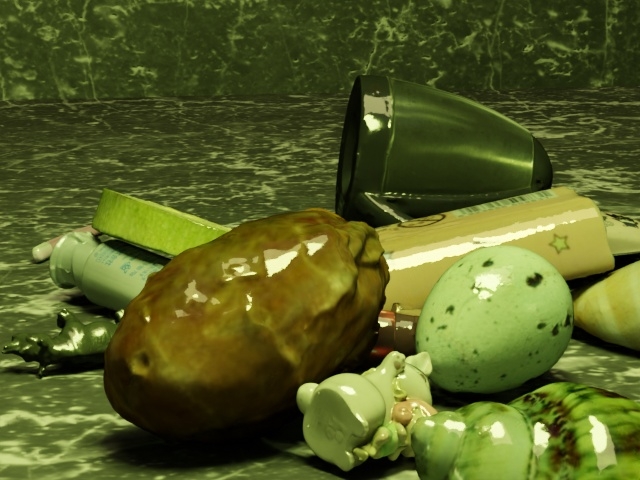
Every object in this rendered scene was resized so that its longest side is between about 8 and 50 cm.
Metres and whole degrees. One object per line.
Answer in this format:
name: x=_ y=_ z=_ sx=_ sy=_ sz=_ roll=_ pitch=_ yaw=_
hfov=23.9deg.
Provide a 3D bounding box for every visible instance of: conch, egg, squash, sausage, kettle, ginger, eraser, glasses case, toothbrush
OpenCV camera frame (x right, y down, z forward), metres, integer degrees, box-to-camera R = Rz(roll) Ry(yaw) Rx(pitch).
conch: x=0.149 y=0.163 z=0.949 sx=0.181 sy=0.124 sz=0.187 roll=-3 pitch=21 yaw=-1
egg: x=0.151 y=0.077 z=1.345 sx=0.164 sy=0.131 sz=0.131 roll=-35 pitch=30 yaw=-28
squash: x=-0.123 y=0.003 z=1.657 sx=0.252 sy=0.049 sz=0.252 roll=18 pitch=-1 yaw=0
sausage: x=0.123 y=0.086 z=1.443 sx=0.116 sy=0.026 sz=0.026 roll=16 pitch=12 yaw=-6
kettle: x=0.168 y=-0.093 z=1.918 sx=0.271 sy=0.207 sz=0.251 roll=7 pitch=5 yaw=-7
conch: x=0.352 y=0.047 z=1.450 sx=0.255 sy=0.127 sz=0.158 roll=7 pitch=15 yaw=29
ginger: x=-0.033 y=0.062 z=1.252 sx=0.172 sy=0.165 sz=0.321 roll=-23 pitch=1 yaw=42
eraser: x=0.132 y=0.019 z=1.536 sx=0.290 sy=0.087 sz=0.171 roll=-12 pitch=11 yaw=-4
glasses case: x=0.239 y=0.010 z=1.724 sx=0.314 sy=0.075 sz=0.122 roll=-5 pitch=13 yaw=-23
toothbrush: x=-0.297 y=-0.010 z=1.928 sx=0.025 sy=0.020 sz=0.286 roll=-4 pitch=10 yaw=19

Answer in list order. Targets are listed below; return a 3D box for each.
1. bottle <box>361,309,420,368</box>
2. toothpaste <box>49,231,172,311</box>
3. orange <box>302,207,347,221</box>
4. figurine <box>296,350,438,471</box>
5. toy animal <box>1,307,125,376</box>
bottle: x=0.020 y=0.092 z=1.408 sx=0.164 sy=0.060 sz=0.060 roll=1 pitch=13 yaw=4
toothpaste: x=-0.153 y=0.056 z=1.555 sx=0.299 sy=0.073 sz=0.114 roll=17 pitch=24 yaw=34
orange: x=0.000 y=0.000 z=1.762 sx=0.085 sy=0.085 sz=0.085 roll=0 pitch=13 yaw=0
figurine: x=0.057 y=0.142 z=1.194 sx=0.146 sy=0.081 sz=0.098 roll=-6 pitch=57 yaw=-46
toy animal: x=-0.230 y=0.095 z=1.405 sx=0.135 sy=0.047 sz=0.065 roll=0 pitch=20 yaw=-29
